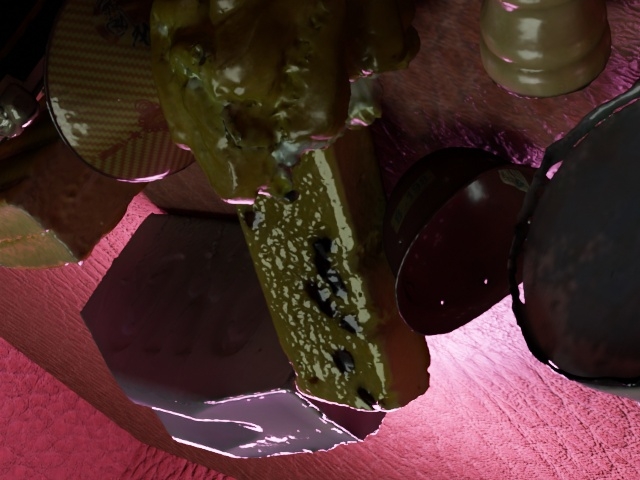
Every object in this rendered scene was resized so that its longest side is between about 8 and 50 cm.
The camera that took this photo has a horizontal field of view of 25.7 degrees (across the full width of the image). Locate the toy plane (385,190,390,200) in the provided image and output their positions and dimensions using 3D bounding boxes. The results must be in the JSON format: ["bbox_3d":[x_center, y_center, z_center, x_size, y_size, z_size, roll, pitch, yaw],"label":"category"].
[{"bbox_3d":[0.024,-0.006,1.410,0.245,0.117,0.244,26,163,9],"label":"toy plane"}]

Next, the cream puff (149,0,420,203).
[{"bbox_3d":[-0.022,-0.149,1.011,0.195,0.221,0.194,11,120,20],"label":"cream puff"}]

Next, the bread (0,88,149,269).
[{"bbox_3d":[-0.247,-0.087,1.415,0.111,0.239,0.246,43,156,-21],"label":"bread"}]

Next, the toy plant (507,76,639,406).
[{"bbox_3d":[0.323,0.052,0.994,0.332,0.247,0.247,29,164,-34],"label":"toy plant"}]

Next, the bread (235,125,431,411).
[{"bbox_3d":[0.000,-0.001,1.283,0.138,0.077,0.361,6,123,38],"label":"bread"}]

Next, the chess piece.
[{"bbox_3d":[0.130,-0.187,0.858,0.090,0.090,0.200,19,148,28],"label":"chess piece"}]

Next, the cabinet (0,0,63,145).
[{"bbox_3d":[-0.346,-0.223,1.207,0.290,0.227,0.318,36,160,-15],"label":"cabinet"}]

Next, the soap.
[{"bbox_3d":[-0.098,0.113,1.672,0.446,0.261,0.156,8,149,49],"label":"soap"}]

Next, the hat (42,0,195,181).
[{"bbox_3d":[-0.113,-0.132,1.095,0.082,0.193,0.193,19,160,47],"label":"hat"}]

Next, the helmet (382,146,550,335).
[{"bbox_3d":[0.111,-0.011,1.225,0.155,0.175,0.106,12,-159,-40],"label":"helmet"}]
